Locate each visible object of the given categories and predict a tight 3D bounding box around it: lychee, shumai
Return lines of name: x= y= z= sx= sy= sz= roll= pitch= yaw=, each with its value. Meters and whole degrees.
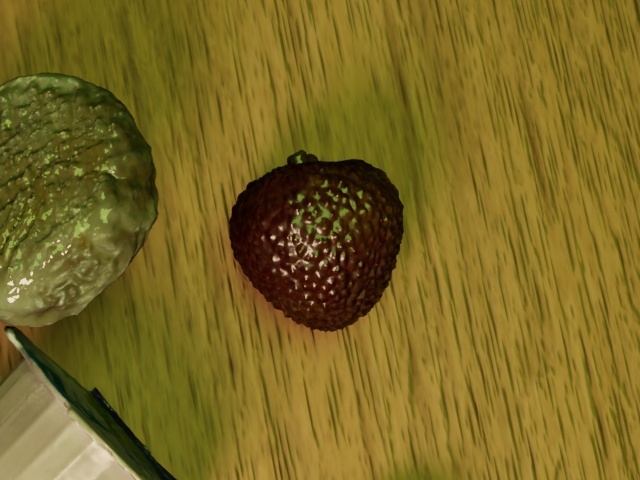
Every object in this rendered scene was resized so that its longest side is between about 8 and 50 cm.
lychee: x=-0.004 y=-0.005 z=1.798 sx=0.194 sy=0.194 sz=0.194 roll=3 pitch=75 yaw=-12
shumai: x=-0.252 y=-0.013 z=1.705 sx=0.225 sy=0.222 sz=0.260 roll=-12 pitch=54 yaw=12

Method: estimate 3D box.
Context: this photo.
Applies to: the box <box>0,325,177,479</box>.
box: x=-0.269 y=0.254 z=1.668 sx=0.206 sy=0.291 sz=0.262 roll=-43 pitch=51 yaw=-4
